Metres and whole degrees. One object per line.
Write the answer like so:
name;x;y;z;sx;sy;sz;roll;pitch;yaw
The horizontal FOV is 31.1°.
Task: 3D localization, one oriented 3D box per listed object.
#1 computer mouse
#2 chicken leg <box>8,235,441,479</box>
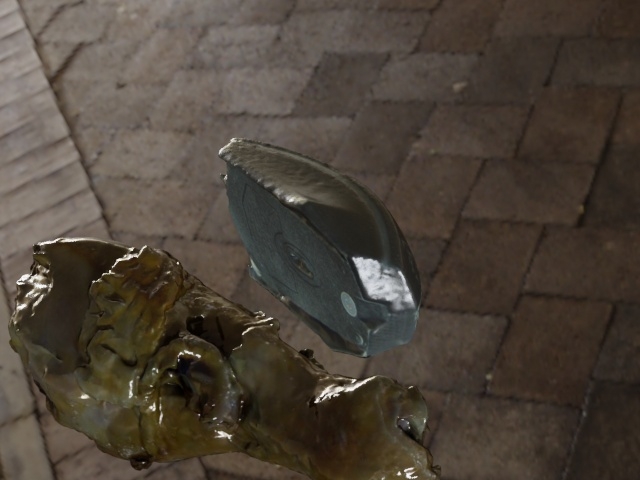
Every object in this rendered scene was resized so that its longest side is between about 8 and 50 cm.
computer mouse;0.002;-0.003;0.818;0.071;0.126;0.231;-29;36;-22
chicken leg;-0.040;0.055;0.442;0.197;0.069;0.085;15;80;30
